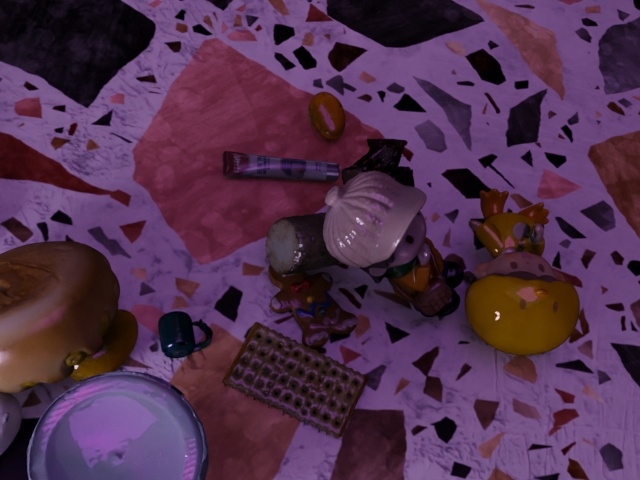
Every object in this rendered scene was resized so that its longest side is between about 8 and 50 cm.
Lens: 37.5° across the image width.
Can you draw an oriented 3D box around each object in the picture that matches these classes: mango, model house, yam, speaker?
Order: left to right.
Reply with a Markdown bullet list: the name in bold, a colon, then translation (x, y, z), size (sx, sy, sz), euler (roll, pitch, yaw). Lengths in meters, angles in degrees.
- **mango**: translation (-0.374, 0.175, 1.615), size (0.103, 0.076, 0.161), euler (29, 46, 15)
- **speaker**: translation (-0.241, 0.169, 1.669), size (0.094, 0.060, 0.075), euler (22, 45, -44)
- **yam**: translation (0.000, 0.000, 1.783), size (0.194, 0.107, 0.107), euler (-9, 58, -41)
- **mango**: translation (0.015, -0.266, 2.014), size (0.079, 0.057, 0.114), euler (-1, 62, -26)
- **model house**: translation (0.134, -0.107, 1.861), size (0.164, 0.203, 0.141), euler (-32, 48, -20)

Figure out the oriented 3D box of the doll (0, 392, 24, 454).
- **doll**: translation (-0.562, 0.270, 1.481), size (0.181, 0.107, 0.110), euler (22, 90, -5)

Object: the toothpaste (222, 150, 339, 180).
- **toothpaste**: translation (-0.081, -0.148, 1.924), size (0.239, 0.039, 0.062), euler (3, 63, -9)

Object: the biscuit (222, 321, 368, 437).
- **biscuit**: translation (-0.043, 0.248, 1.677), size (0.231, 0.016, 0.139), euler (27, 60, 3)

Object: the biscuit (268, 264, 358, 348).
- **biscuit**: translation (-0.029, 0.104, 1.775), size (0.138, 0.031, 0.205), euler (-23, 64, -26)

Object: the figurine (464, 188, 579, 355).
- **figurine**: translation (0.385, 0.061, 1.820), size (0.215, 0.187, 0.343), euler (6, 50, 1)

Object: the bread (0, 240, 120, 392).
- **bread**: translation (-0.465, 0.124, 1.514), size (0.333, 0.160, 0.333), euler (-15, 30, 9)

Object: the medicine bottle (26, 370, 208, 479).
- **medicine bottle**: translation (-0.296, 0.358, 1.380), size (0.245, 0.290, 0.245), euler (6, 57, -9)

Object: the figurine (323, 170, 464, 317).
- **figurine**: translation (0.128, 0.017, 1.728), size (0.205, 0.332, 0.185), euler (-4, 51, 22)
